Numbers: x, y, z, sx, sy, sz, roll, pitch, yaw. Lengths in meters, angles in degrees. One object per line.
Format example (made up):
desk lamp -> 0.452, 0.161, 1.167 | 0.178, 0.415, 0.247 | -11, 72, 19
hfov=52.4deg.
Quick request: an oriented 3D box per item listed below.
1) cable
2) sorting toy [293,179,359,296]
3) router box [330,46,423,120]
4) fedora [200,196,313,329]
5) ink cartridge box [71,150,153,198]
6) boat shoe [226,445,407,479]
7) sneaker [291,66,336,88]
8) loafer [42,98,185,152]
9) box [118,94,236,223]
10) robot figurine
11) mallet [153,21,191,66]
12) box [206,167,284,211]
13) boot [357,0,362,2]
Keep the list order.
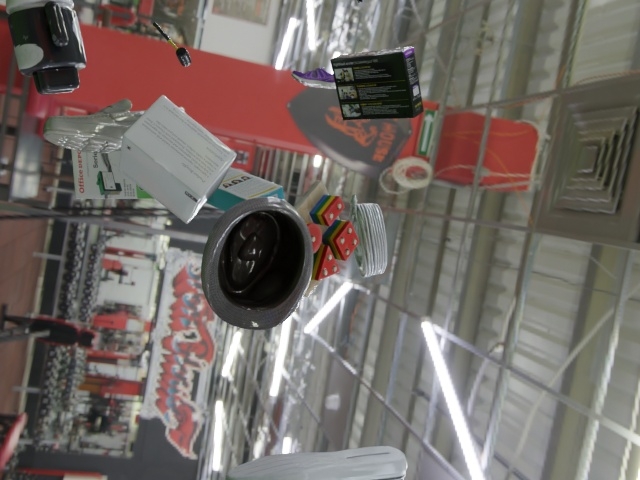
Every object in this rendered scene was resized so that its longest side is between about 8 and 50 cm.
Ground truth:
cable -> 0.165, -0.002, 2.249 | 0.257, 0.089, 0.257 | 90, -11, -47
sorting toy -> 0.000, 0.000, 1.942 | 0.255, 0.089, 0.257 | -52, 134, -32
router box -> 0.114, -0.316, 1.325 | 0.179, 0.046, 0.133 | 7, -58, 37
fedora -> -0.143, 0.040, 1.375 | 0.124, 0.243, 0.275 | 20, -79, 64
ink cartridge box -> -0.520, -0.189, 1.679 | 0.092, 0.219, 0.160 | -65, 154, -78
boat shoe -> 0.001, 0.444, 1.147 | 0.121, 0.335, 0.119 | 177, -86, -74
sneaker -> -0.018, -0.576, 2.278 | 0.068, 0.170, 0.071 | -29, 129, -86
loafer -> -0.440, -0.253, 1.425 | 0.112, 0.319, 0.111 | -14, -98, 52
box -> -0.281, -0.151, 1.261 | 0.119, 0.181, 0.182 | -54, -173, -24
robot figurine -> -0.707, -0.526, 1.689 | 0.173, 0.209, 0.278 | -33, 115, -69
mallet -> -0.478, -0.632, 2.093 | 0.190, 0.039, 0.062 | 48, -8, 25
box -> -0.197, -0.112, 1.522 | 0.244, 0.100, 0.060 | 24, -51, 45
boot -> 0.170, -0.875, 2.263 | 0.099, 0.045, 0.121 | -28, -159, 27
